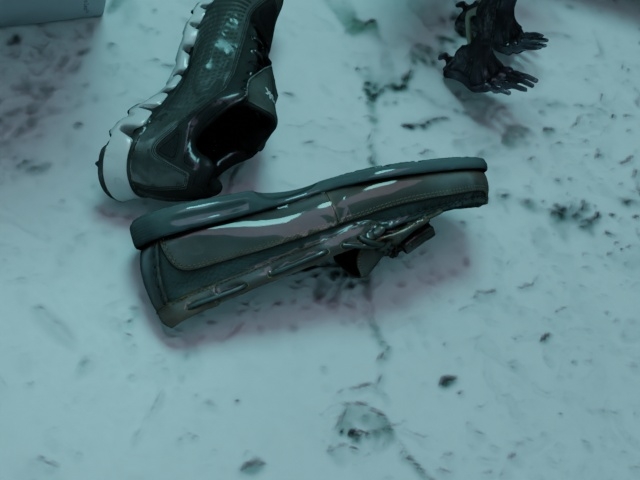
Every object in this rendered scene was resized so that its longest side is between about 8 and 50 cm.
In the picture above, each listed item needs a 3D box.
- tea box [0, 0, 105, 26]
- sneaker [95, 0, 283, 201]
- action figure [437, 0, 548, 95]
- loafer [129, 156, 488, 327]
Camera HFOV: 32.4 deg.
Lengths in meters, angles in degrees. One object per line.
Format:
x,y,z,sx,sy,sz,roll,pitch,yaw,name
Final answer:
-0.273,-0.366,0.767,0.220,0.329,0.323,-9,74,-18,tea box
-0.067,-0.115,0.834,0.106,0.078,0.234,14,59,26,sneaker
0.141,-0.266,0.872,0.141,0.275,0.164,6,37,27,action figure
0.000,0.000,0.805,0.268,0.096,0.084,-11,84,-11,loafer
